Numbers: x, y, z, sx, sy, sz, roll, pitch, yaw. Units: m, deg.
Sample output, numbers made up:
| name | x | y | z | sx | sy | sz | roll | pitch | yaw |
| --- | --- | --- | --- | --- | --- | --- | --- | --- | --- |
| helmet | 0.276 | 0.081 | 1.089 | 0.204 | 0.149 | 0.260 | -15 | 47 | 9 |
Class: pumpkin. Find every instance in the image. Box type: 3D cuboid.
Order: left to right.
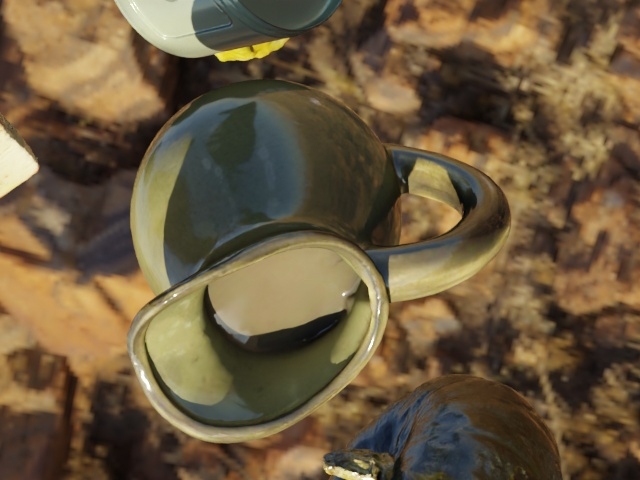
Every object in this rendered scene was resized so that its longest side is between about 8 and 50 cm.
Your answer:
| name | x | y | z | sx | sy | sz | roll | pitch | yaw |
| --- | --- | --- | --- | --- | --- | --- | --- | --- | --- |
| pumpkin | 0.125 | 0.249 | 1.748 | 0.325 | 0.242 | 0.232 | -22 | 40 | 58 |

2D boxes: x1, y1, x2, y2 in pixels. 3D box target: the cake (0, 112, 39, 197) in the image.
| name | x | y | z | sx | sy | sz | roll | pitch | yaw |
| --- | --- | --- | --- | --- | --- | --- | --- | --- | --- |
| cake | -0.351 | -0.031 | 1.353 | 0.160 | 0.158 | 0.262 | 18 | 79 | 15 |

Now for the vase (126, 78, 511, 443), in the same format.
| name | x | y | z | sx | sy | sz | roll | pitch | yaw |
| --- | --- | --- | --- | --- | --- | --- | --- | --- | --- |
| vase | 0.000 | 0.000 | 1.369 | 0.302 | 0.329 | 0.241 | -100 | -1 | -59 |

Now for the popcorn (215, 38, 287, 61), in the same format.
| name | x | y | z | sx | sy | sz | roll | pitch | yaw |
| --- | --- | --- | --- | --- | --- | --- | --- | --- | --- |
| popcorn | -0.113 | -0.323 | 2.085 | 0.155 | 0.197 | 0.197 | -2 | 76 | 52 |

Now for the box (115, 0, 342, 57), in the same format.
| name | x | y | z | sx | sy | sz | roll | pitch | yaw |
| --- | --- | --- | --- | --- | --- | --- | --- | --- | --- |
| box | -0.092 | -0.306 | 1.610 | 0.149 | 0.226 | 0.226 | -6 | 73 | 43 |
